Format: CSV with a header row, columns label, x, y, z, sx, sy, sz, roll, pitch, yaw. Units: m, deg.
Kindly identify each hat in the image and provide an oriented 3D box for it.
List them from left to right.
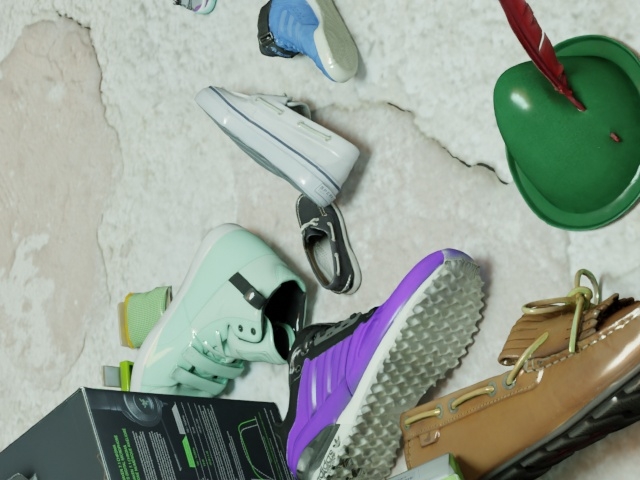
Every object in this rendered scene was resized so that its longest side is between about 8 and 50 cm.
label,x,y,z,sx,sy,sz,roll,pitch,yaw
hat,0.175,-0.119,1.711,0.173,0.183,0.208,-36,60,35

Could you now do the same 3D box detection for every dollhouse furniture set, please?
label,x,y,z,sx,sy,sz,roll,pitch,yaw
dollhouse furniture set,-0.204,0.123,2.124,0.076,0.058,0.152,-18,72,41

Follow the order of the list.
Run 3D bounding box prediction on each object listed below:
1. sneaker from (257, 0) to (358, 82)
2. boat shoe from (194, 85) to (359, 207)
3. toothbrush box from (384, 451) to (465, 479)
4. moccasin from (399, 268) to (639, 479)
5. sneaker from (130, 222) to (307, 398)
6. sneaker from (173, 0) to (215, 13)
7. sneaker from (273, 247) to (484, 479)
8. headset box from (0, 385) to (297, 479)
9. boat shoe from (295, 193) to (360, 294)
label,x,y,z,sx,sy,sz,roll,pitch,yaw
sneaker,-0.019,-0.202,1.996,0.084,0.058,0.152,-40,53,25
boat shoe,-0.040,-0.112,2.005,0.076,0.083,0.226,-48,52,-4
toothbrush box,0.077,0.353,1.643,0.206,0.122,0.283,-25,91,3
moccasin,0.211,0.107,1.687,0.380,0.139,0.147,-41,66,43
sneaker,-0.104,0.123,1.998,0.151,0.094,0.256,34,105,48
sneaker,-0.143,-0.301,2.126,0.038,0.069,0.098,-1,83,43
sneaker,0.037,0.110,1.865,0.146,0.102,0.293,46,115,39
headset box,-0.202,0.265,1.945,0.246,0.283,0.131,-39,59,34
boat shoe,0.000,0.000,1.962,0.046,0.038,0.125,-39,59,33
